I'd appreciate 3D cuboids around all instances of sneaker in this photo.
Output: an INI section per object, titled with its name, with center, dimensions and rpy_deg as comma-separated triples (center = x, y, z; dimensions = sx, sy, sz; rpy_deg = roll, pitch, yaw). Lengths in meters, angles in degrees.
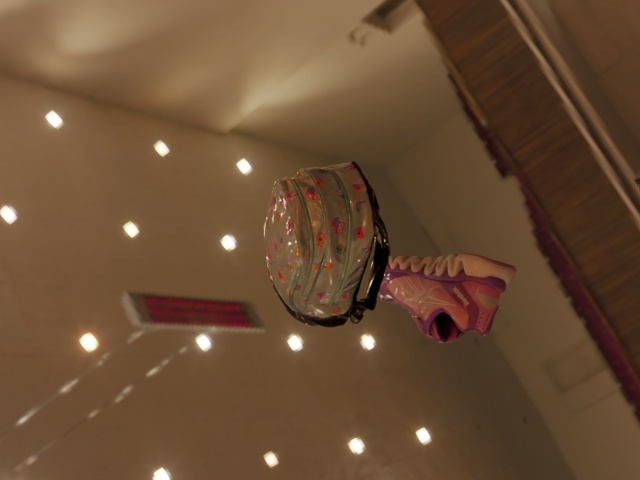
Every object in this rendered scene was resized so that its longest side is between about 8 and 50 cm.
[sneaker]
center = 0.140, 0.076, 1.427
dimensions = 0.095, 0.236, 0.105
rpy_deg = 15, -100, -31

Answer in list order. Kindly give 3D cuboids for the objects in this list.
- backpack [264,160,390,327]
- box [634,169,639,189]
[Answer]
[backpack]
center = 0.000, 0.000, 1.233
dimensions = 0.115, 0.182, 0.152
rpy_deg = -16, -118, -22
[box]
center = 0.537, -0.046, 1.575
dimensions = 0.233, 0.059, 0.183
rpy_deg = 55, -133, -14
